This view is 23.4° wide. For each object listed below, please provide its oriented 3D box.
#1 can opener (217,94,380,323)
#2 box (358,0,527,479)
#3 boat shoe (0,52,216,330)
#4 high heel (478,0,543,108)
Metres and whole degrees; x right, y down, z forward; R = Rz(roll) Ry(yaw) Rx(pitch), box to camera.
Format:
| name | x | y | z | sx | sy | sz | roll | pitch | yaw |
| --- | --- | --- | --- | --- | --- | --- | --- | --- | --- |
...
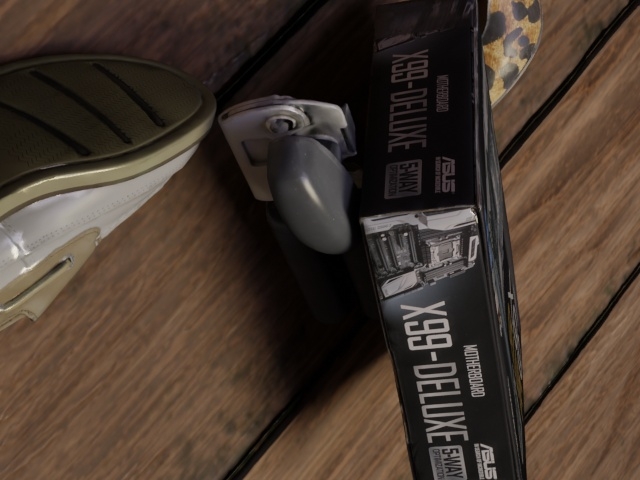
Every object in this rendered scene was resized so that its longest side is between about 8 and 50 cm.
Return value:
| name | x | y | z | sx | sy | sz | roll | pitch | yaw |
| --- | --- | --- | --- | --- | --- | --- | --- | --- | --- |
| can opener | 0.000 | 0.000 | 1.004 | 0.283 | 0.076 | 0.095 | 67 | 20 | -60 |
| box | 0.091 | 0.023 | 1.073 | 0.242 | 0.077 | 0.307 | -83 | 164 | -51 |
| boat shoe | -0.182 | -0.015 | 0.858 | 0.302 | 0.113 | 0.103 | -30 | 145 | -41 |
| high heel | 0.082 | -0.205 | 1.116 | 0.186 | 0.093 | 0.261 | 20 | 100 | -29 |
